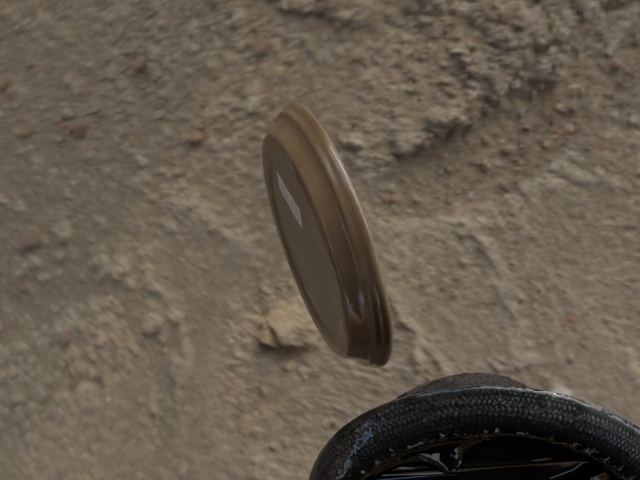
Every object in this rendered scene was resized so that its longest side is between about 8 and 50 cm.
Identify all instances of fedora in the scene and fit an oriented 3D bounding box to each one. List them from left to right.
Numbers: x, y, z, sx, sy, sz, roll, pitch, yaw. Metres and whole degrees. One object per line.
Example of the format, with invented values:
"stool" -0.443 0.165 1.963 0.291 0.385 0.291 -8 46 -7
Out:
"fedora" 0.155 0.218 1.163 0.334 0.152 0.334 2 121 3

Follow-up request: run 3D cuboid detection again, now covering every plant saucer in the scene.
"plant saucer" 0.000 0.000 1.264 0.041 0.278 0.278 -19 101 -11
